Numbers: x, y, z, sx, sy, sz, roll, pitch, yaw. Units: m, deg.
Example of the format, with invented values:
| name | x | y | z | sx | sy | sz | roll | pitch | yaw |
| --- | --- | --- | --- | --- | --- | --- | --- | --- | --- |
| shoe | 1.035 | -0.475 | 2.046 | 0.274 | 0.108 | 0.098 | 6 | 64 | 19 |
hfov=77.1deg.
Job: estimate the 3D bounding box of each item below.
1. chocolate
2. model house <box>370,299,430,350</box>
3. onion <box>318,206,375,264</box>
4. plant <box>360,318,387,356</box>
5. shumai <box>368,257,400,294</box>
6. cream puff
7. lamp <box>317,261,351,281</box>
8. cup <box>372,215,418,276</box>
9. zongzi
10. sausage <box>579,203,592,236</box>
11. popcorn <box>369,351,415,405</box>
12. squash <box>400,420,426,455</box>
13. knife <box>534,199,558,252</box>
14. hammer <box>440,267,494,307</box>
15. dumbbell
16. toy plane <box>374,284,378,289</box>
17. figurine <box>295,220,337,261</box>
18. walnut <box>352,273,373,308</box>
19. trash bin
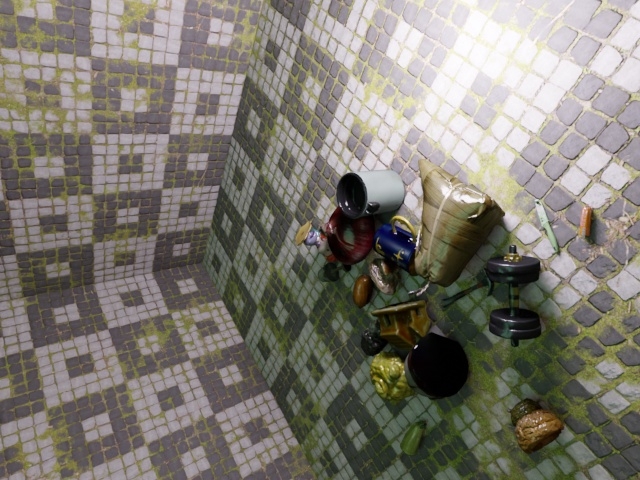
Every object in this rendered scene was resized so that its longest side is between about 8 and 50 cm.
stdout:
| name | x | y | z | sx | sy | sz | roll | pitch | yaw |
| --- | --- | --- | --- | --- | --- | --- | --- | --- | --- |
| chocolate | 0.504 | 0.579 | 1.838 | 0.284 | 0.283 | 0.186 | 66 | 159 | 16 |
| model house | 0.413 | 0.421 | 1.959 | 0.268 | 0.173 | 0.239 | -23 | 80 | 54 |
| onion | 0.128 | -0.047 | 2.120 | 0.347 | 0.285 | 0.348 | -176 | 90 | -66 |
| plant | 0.295 | 0.529 | 2.173 | 0.129 | 0.132 | 0.195 | 42 | 134 | 35 |
| shumai | 0.333 | 0.157 | 2.005 | 0.210 | 0.161 | 0.153 | -97 | 26 | -42 |
| cream puff | 0.804 | 0.698 | 1.548 | 0.169 | 0.183 | 0.184 | 57 | 139 | 44 |
| lamp | 0.080 | 0.181 | 2.374 | 0.214 | 0.121 | 0.122 | -24 | 79 | 42 |
| cup | 0.390 | -0.004 | 1.886 | 0.256 | 0.178 | 0.255 | 34 | 121 | 44 |
| zongzi | 0.462 | -0.048 | 1.718 | 0.500 | 0.218 | 0.467 | -61 | 39 | 17 |
| sausage | 0.889 | -0.068 | 1.345 | 0.031 | 0.031 | 0.107 | 12 | 109 | 50 |
| popcorn | 0.375 | 0.702 | 2.040 | 0.242 | 0.235 | 0.250 | 55 | 162 | -7 |
| squash | 0.496 | 1.009 | 2.083 | 0.094 | 0.094 | 0.225 | 40 | 122 | 39 |
| knife | 0.818 | -0.052 | 1.455 | 0.030 | 0.014 | 0.207 | -26 | 77 | 51 |
| hammer | 0.631 | 0.226 | 1.748 | 0.287 | 0.033 | 0.111 | -44 | 64 | 48 |
| dumbbell | 0.722 | 0.209 | 1.503 | 0.185 | 0.185 | 0.389 | 4 | 101 | 51 |
| toy plane | 0.316 | 0.230 | 2.152 | 0.079 | 0.031 | 0.083 | 53 | 136 | 30 |
| figurine | 0.005 | -0.002 | 2.355 | 0.181 | 0.257 | 0.208 | -57 | 22 | 11 |
| walnut | 0.233 | 0.282 | 2.205 | 0.115 | 0.115 | 0.207 | 25 | 112 | 47 |
| trash bin | 0.241 | -0.229 | 1.944 | 0.277 | 0.262 | 0.217 | 49 | 134 | 34 |
